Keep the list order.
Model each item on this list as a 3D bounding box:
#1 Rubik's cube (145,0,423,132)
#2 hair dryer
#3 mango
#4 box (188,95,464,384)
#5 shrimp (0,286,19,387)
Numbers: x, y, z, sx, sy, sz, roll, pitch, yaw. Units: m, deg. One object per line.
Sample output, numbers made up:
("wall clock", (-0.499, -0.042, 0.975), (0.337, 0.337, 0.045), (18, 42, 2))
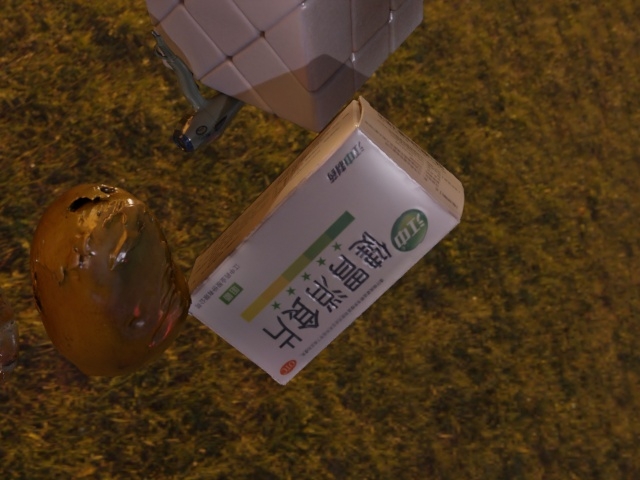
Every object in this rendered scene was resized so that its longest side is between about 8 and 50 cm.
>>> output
("Rubik's cube", (-0.053, -0.410, 1.208), (0.316, 0.322, 0.318), (-51, 153, -29))
("hair dryer", (-0.171, -0.249, 1.245), (0.167, 0.067, 0.199), (-35, 129, -33))
("mango", (-0.203, 0.044, 0.812), (0.156, 0.248, 0.151), (-7, 52, -20))
("box", (0.001, -0.002, 1.018), (0.173, 0.333, 0.145), (41, 18, -16))
("shrimp", (-0.468, 0.059, 0.922), (0.054, 0.222, 0.290), (-83, 164, -72))
